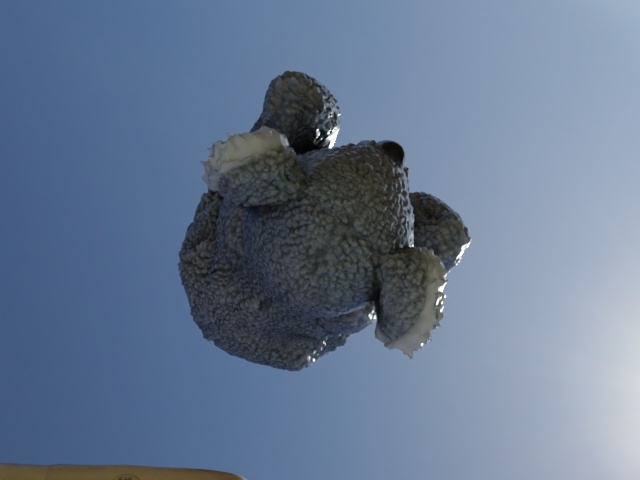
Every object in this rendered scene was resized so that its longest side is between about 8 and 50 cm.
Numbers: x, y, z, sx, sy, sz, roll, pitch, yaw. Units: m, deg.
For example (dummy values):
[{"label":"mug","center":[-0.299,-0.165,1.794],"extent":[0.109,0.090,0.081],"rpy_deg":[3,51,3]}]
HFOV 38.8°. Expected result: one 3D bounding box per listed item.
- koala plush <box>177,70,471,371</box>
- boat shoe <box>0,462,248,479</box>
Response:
[{"label":"koala plush","center":[0.000,0.000,0.606],"extent":[0.196,0.221,0.203],"rpy_deg":[43,-98,-6]},{"label":"boat shoe","center":[-0.187,0.126,0.405],"extent":[0.341,0.121,0.110],"rpy_deg":[5,-112,19]}]
